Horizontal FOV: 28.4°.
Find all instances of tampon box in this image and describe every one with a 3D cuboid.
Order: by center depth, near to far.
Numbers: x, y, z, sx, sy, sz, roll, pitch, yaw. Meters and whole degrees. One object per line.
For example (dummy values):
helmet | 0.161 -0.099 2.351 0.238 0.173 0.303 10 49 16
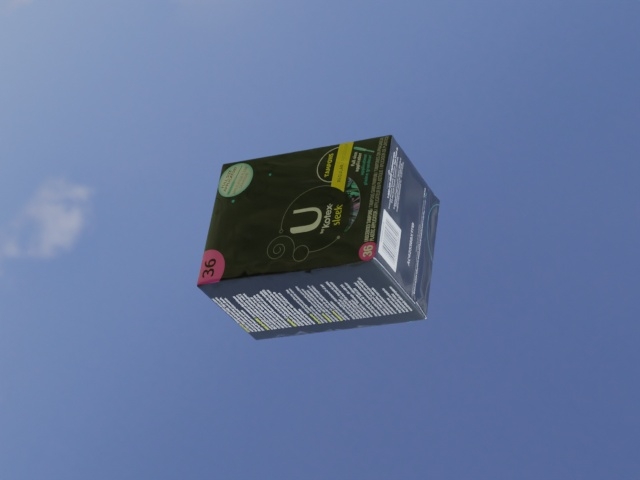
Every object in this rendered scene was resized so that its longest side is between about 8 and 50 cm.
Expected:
tampon box | 0.000 0.000 1.026 0.161 0.101 0.120 -9 -125 27
